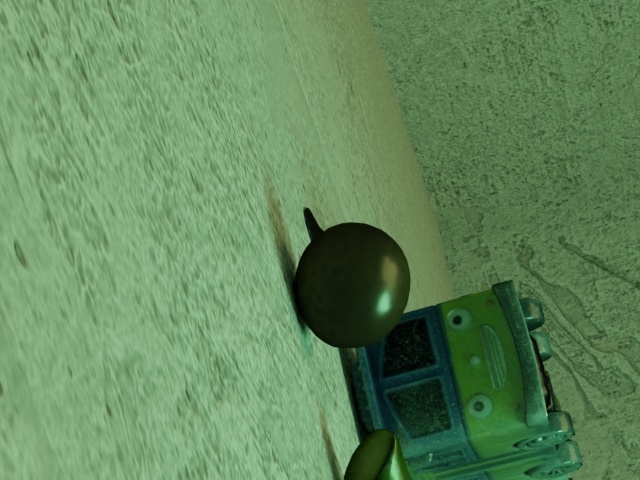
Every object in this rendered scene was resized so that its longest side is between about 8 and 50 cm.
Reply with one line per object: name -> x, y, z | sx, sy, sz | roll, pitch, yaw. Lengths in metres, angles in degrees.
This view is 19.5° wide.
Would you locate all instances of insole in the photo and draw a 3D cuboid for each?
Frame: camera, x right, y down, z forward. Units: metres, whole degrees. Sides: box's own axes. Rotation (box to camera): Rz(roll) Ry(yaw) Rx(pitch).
insole -> 0.000, 0.000, 1.784 | 0.153, 0.002, 0.053 | 43, 33, -78

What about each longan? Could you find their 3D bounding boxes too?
longan -> 0.022, 0.038, 1.501 | 0.113, 0.092, 0.113 | -25, -119, 58

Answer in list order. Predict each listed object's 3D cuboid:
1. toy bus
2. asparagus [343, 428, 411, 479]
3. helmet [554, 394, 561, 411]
toy bus -> 0.144, 0.160, 1.824 | 0.312, 0.190, 0.152 | 59, 18, -70
asparagus -> 0.073, 0.284, 1.485 | 0.060, 0.067, 0.277 | -42, 116, -58
helmet -> 0.196, 0.251, 2.378 | 0.257, 0.137, 0.204 | -136, -114, -70
